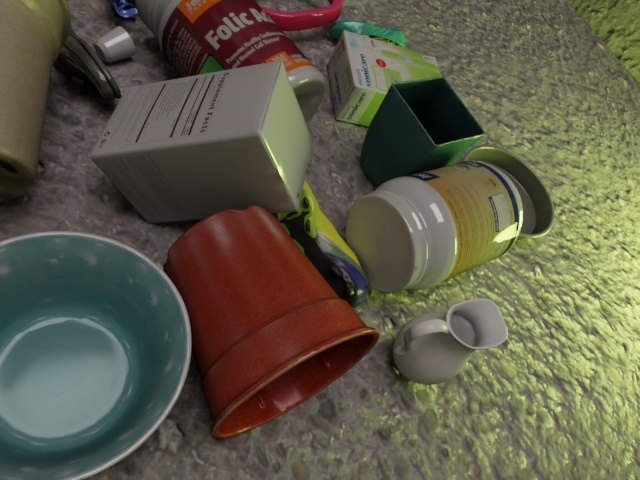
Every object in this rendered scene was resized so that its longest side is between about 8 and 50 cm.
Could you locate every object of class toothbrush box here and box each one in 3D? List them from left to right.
[{"bbox_3d":[0.175,-0.401,1.258,0.283,0.122,0.206,6,58,-21],"label":"toothbrush box"}]

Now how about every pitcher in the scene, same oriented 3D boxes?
[{"bbox_3d":[0.193,0.181,0.851,0.177,0.207,0.126,3,59,-24],"label":"pitcher"}]

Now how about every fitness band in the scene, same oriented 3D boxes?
[{"bbox_3d":[-0.076,-0.647,1.298,0.290,0.054,0.209,-25,62,-29],"label":"fitness band"}]

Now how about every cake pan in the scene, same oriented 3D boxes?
[{"bbox_3d":[0.486,-0.123,1.280,0.293,0.054,0.293,12,56,-19],"label":"cake pan"}]

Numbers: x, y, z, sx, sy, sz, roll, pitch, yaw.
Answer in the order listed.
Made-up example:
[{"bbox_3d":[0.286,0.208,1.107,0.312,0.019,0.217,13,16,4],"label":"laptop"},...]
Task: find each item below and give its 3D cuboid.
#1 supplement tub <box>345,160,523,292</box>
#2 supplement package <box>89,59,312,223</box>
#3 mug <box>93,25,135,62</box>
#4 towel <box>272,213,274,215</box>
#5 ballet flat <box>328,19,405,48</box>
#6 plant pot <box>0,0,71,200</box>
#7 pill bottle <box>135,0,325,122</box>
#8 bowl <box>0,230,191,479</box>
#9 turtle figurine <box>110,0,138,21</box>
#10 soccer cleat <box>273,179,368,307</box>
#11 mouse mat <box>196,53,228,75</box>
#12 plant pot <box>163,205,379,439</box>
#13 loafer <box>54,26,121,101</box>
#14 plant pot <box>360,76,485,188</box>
[{"bbox_3d":[0.231,-0.031,0.987,0.316,0.228,0.228,-17,69,-33],"label":"supplement tub"},{"bbox_3d":[-0.184,-0.156,0.808,0.292,0.178,0.175,-3,53,17],"label":"supplement package"},{"bbox_3d":[-0.436,-0.403,1.009,0.064,0.078,0.062,-43,117,-29],"label":"mug"},{"bbox_3d":[-0.124,-0.056,0.959,0.113,0.023,0.152,-27,75,-36],"label":"towel"},{"bbox_3d":[0.143,-0.567,1.373,0.247,0.083,0.087,-5,77,-26],"label":"ballet flat"},{"bbox_3d":[-0.546,-0.229,0.701,0.333,0.334,0.306,-2,73,-27],"label":"plant pot"},{"bbox_3d":[-0.191,-0.394,1.008,0.224,0.224,0.392,-35,80,-37],"label":"pill bottle"},{"bbox_3d":[-0.341,0.160,0.631,0.311,0.163,0.312,13,56,-20],"label":"bowl"},{"bbox_3d":[-0.406,-0.651,1.058,0.266,0.197,0.275,-71,145,-54],"label":"turtle figurine"},{"bbox_3d":[-0.001,0.001,0.942,0.289,0.093,0.121,61,24,9],"label":"soccer cleat"},{"bbox_3d":[-0.207,-0.238,0.931,0.153,0.190,0.007,49,36,8],"label":"mouse mat"},{"bbox_3d":[-0.097,0.108,0.737,0.272,0.272,0.265,-18,62,-33],"label":"plant pot"},{"bbox_3d":[-0.488,-0.353,0.936,0.084,0.096,0.267,-36,73,-17],"label":"loafer"},{"bbox_3d":[0.200,-0.213,1.081,0.165,0.234,0.166,-19,70,-34],"label":"plant pot"}]
